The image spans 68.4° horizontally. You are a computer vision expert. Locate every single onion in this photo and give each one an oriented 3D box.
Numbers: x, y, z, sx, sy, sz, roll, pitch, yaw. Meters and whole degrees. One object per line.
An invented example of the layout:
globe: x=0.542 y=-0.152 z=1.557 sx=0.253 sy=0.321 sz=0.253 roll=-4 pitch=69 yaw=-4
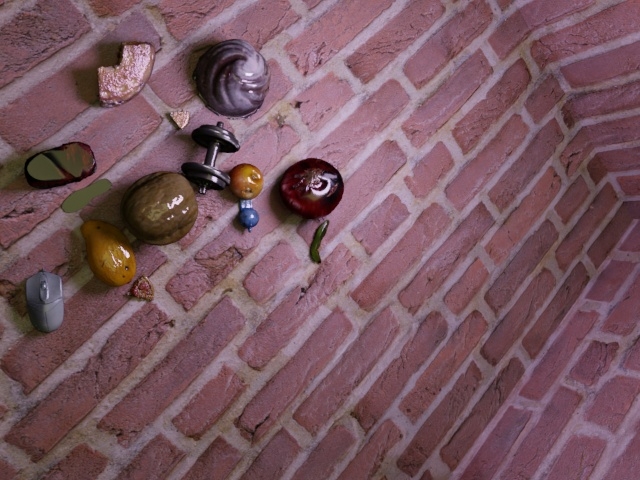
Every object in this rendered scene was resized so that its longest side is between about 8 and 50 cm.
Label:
onion: x=-0.037 y=-0.201 z=1.977 sx=0.272 sy=0.285 sz=0.274 roll=0 pitch=61 yaw=0

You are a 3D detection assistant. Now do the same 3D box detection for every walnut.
walnut: x=-0.574 y=-0.114 z=1.699 sx=0.282 sy=0.227 sz=0.284 roll=3 pitch=80 yaw=-19

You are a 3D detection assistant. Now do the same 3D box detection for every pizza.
pizza: x=-0.664 y=0.193 z=1.775 sx=0.099 sy=0.029 sz=0.100 roll=46 pitch=74 yaw=-20
pizza: x=-0.704 y=-0.608 z=1.700 sx=0.306 sy=0.085 sz=0.161 roll=-55 pitch=133 yaw=-11
pizza: x=-0.543 y=-0.474 z=1.811 sx=0.078 sy=0.025 sz=0.084 roll=28 pitch=78 yaw=-27

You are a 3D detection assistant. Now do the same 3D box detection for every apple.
apple: x=-0.294 y=-0.238 z=1.868 sx=0.146 sy=0.146 sz=0.147 roll=-1 pitch=92 yaw=-25

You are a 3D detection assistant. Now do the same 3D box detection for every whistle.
whistle: x=-0.292 y=-0.110 z=1.907 sx=0.090 sy=0.090 sz=0.158 roll=-5 pitch=94 yaw=-24

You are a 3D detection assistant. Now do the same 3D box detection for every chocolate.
chocolate: x=-0.317 y=-0.633 z=1.810 sx=0.302 sy=0.213 sz=0.304 roll=0 pitch=91 yaw=-26

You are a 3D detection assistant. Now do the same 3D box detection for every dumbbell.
dumbbell: x=-0.412 y=-0.313 z=1.776 sx=0.191 sy=0.192 sz=0.290 roll=17 pitch=79 yaw=-24

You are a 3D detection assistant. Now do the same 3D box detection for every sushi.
sushi: x=-0.889 y=-0.254 z=1.609 sx=0.225 sy=0.126 sz=0.137 roll=-25 pitch=100 yaw=-28

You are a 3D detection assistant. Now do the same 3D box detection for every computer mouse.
computer mouse: x=-0.947 y=0.209 z=1.623 sx=0.113 sy=0.068 sz=0.229 roll=-6 pitch=95 yaw=-26

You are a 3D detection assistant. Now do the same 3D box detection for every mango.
mango: x=-0.758 y=0.044 z=1.683 sx=0.157 sy=0.109 sz=0.262 roll=-29 pitch=102 yaw=-17

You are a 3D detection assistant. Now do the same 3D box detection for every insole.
insole: x=-0.840 y=-0.163 z=1.695 sx=0.188 sy=0.004 sz=0.064 roll=-37 pitch=106 yaw=-19

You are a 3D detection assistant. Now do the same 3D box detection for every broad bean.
broad bean: x=-0.007 y=0.002 z=2.063 sx=0.061 sy=0.046 sz=0.196 roll=9 pitch=93 yaw=-36
